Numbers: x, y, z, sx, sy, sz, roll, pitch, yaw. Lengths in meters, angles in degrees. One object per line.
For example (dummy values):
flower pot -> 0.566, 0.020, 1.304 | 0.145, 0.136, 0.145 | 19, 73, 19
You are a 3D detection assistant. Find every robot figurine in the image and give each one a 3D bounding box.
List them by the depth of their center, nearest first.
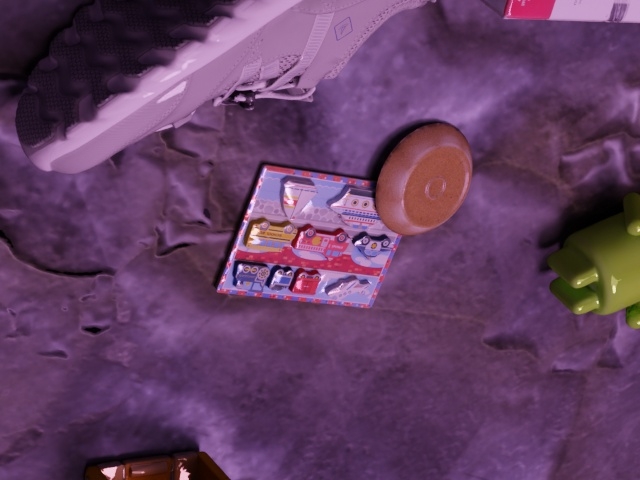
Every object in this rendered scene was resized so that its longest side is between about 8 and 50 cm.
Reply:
robot figurine -> 0.228, 0.014, 1.142 | 0.115, 0.067, 0.101 | -20, 124, -17

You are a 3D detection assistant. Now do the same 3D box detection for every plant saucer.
plant saucer -> 0.075, -0.039, 1.046 | 0.083, 0.015, 0.083 | -19, 125, -29

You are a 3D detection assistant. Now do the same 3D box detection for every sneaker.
sneaker -> -0.040, -0.110, 0.882 | 0.281, 0.105, 0.115 | -32, 130, -8

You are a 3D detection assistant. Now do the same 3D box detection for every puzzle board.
puzzle board -> 0.000, 0.000, 1.040 | 0.128, 0.011, 0.096 | 7, 116, -34

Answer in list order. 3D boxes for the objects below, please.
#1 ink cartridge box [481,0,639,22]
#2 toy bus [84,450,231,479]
ink cartridge box -> 0.177, -0.200, 0.975 | 0.151, 0.063, 0.109 | -3, 121, -29
toy bus -> -0.112, 0.249, 1.064 | 0.191, 0.104, 0.202 | -47, 122, -6
